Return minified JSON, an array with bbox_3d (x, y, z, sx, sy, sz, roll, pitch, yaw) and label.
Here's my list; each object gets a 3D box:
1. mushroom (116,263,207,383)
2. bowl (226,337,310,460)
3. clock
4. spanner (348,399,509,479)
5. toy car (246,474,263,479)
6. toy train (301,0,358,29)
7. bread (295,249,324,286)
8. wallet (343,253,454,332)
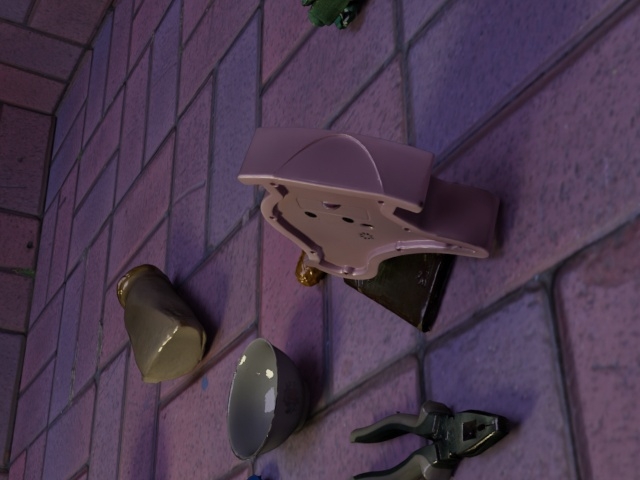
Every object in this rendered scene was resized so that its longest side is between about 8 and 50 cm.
[{"bbox_3d":[-0.334,0.172,2.044,0.407,0.137,0.154,-140,55,-65],"label":"mushroom"},{"bbox_3d":[-0.070,0.249,1.518,0.189,0.086,0.189,-40,44,53],"label":"bowl"},{"bbox_3d":[0.077,-0.032,1.224,0.275,0.290,0.080,61,-137,-60],"label":"clock"},{"bbox_3d":[0.121,0.245,1.182,0.325,0.040,0.096,-33,49,57],"label":"spanner"},{"bbox_3d":[-0.134,0.475,1.557,0.103,0.063,0.216,27,102,65],"label":"toy car"},{"bbox_3d":[0.059,-0.462,1.627,0.248,0.101,0.159,-41,27,50],"label":"toy train"},{"bbox_3d":[0.000,0.000,1.549,0.052,0.044,0.157,-132,60,-67],"label":"bread"},{"bbox_3d":[0.101,0.034,1.341,0.232,0.031,0.122,31,105,63],"label":"wallet"}]
